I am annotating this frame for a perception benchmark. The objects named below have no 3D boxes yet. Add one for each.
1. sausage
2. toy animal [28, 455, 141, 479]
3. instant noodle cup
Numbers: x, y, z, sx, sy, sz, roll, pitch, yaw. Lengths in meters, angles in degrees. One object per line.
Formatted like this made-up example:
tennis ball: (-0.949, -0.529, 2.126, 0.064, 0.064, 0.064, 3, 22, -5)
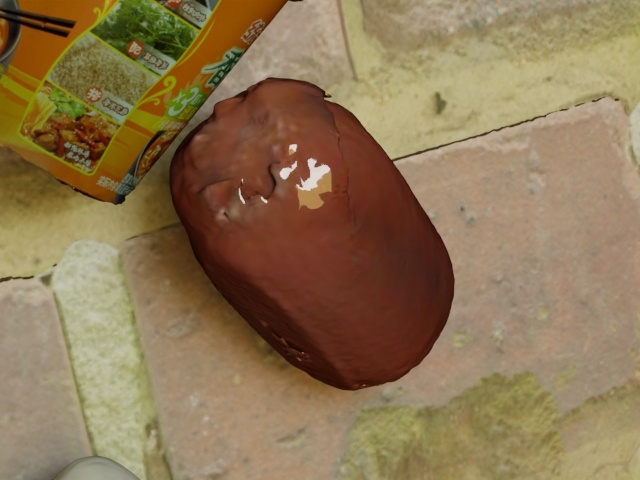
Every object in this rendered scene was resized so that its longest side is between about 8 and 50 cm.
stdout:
sausage: (0.000, 0.000, 1.096, 0.152, 0.152, 0.280, -49, 141, -11)
toy animal: (-0.161, 0.256, 1.092, 0.178, 0.127, 0.193, 36, 80, -26)
instant noodle cup: (-0.154, -0.143, 1.002, 0.230, 0.230, 0.182, 32, 93, -25)
